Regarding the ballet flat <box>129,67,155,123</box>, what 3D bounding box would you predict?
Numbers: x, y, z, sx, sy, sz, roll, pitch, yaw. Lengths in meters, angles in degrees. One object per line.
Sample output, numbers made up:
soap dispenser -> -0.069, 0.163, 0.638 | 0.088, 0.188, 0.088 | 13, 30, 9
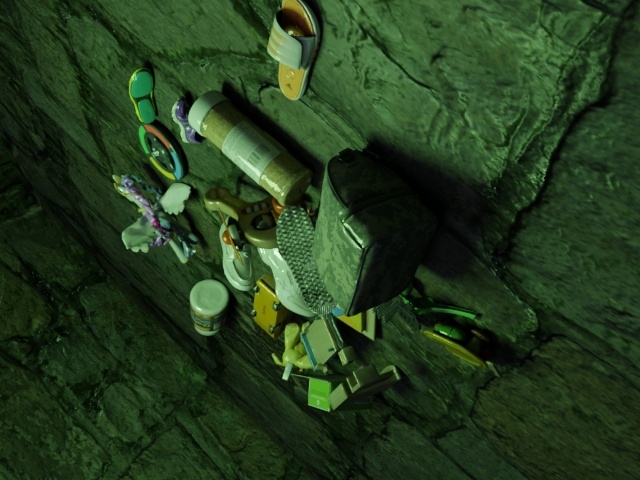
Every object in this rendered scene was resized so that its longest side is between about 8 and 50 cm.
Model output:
ballet flat -> -0.563, -0.465, 1.887 | 0.077, 0.077, 0.231 | 56, 157, 23

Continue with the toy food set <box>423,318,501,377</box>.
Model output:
toy food set -> 0.361, 0.249, 1.483 | 0.217, 0.071, 0.128 | 23, 166, 41

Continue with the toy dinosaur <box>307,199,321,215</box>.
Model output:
toy dinosaur -> -0.003, -0.078, 1.584 | 0.082, 0.090, 0.047 | -10, 104, 22

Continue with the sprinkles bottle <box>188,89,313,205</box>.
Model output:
sprinkles bottle -> -0.183, -0.241, 1.575 | 0.355, 0.121, 0.121 | 42, 150, 13

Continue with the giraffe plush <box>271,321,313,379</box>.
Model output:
giraffe plush -> -0.055, 0.399, 2.140 | 0.181, 0.210, 0.170 | 33, 176, 20

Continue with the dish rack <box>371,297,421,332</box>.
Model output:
dish rack -> 0.146, 0.149, 1.567 | 0.271, 0.074, 0.208 | 43, 174, 17

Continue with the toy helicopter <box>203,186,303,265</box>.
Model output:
toy helicopter -> -0.217, -0.064, 1.714 | 0.355, 0.235, 0.140 | 26, 144, 35

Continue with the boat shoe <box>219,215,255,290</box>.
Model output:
boat shoe -> -0.267, 0.034, 1.973 | 0.088, 0.096, 0.268 | 116, 147, -49

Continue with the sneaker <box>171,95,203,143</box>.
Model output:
sneaker -> -0.385, -0.357, 1.795 | 0.071, 0.068, 0.170 | 17, 149, 21

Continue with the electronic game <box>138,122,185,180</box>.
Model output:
electronic game -> -0.543, -0.304, 2.068 | 0.229, 0.048, 0.229 | 34, 148, 25

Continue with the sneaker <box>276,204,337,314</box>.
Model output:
sneaker -> -0.038, 0.050, 1.601 | 0.146, 0.102, 0.294 | -49, -59, -87

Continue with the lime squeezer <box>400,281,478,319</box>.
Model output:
lime squeezer -> 0.235, 0.121, 1.503 | 0.310, 0.059, 0.110 | 40, 150, 17

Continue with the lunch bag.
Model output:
lunch bag -> 0.092, -0.024, 1.365 | 0.256, 0.212, 0.305 | 51, 149, 29

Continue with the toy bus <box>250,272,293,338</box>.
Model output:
toy bus -> -0.154, 0.216, 2.066 | 0.108, 0.130, 0.333 | 40, 150, 17

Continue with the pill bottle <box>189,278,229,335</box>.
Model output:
pill bottle -> -0.470, 0.291, 2.556 | 0.162, 0.162, 0.278 | 41, 150, 14

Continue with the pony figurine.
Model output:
pony figurine -> -0.597, -0.077, 2.231 | 0.351, 0.303, 0.363 | 33, 163, 42

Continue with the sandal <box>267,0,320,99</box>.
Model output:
sandal -> -0.067, -0.389, 1.288 | 0.102, 0.076, 0.265 | 38, 149, 18

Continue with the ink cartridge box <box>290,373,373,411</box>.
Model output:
ink cartridge box -> 0.037, 0.522, 2.100 | 0.255, 0.188, 0.097 | -8, 77, 56

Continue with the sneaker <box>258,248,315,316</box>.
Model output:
sneaker -> -0.083, 0.103, 1.843 | 0.152, 0.114, 0.305 | -11, 112, 56

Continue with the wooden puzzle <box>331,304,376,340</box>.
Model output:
wooden puzzle -> 0.074, 0.184, 1.807 | 0.220, 0.044, 0.239 | 30, 146, 31

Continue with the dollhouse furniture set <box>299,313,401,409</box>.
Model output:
dollhouse furniture set -> 0.100, 0.325, 1.883 | 0.304, 0.198, 0.286 | 65, 153, 22
